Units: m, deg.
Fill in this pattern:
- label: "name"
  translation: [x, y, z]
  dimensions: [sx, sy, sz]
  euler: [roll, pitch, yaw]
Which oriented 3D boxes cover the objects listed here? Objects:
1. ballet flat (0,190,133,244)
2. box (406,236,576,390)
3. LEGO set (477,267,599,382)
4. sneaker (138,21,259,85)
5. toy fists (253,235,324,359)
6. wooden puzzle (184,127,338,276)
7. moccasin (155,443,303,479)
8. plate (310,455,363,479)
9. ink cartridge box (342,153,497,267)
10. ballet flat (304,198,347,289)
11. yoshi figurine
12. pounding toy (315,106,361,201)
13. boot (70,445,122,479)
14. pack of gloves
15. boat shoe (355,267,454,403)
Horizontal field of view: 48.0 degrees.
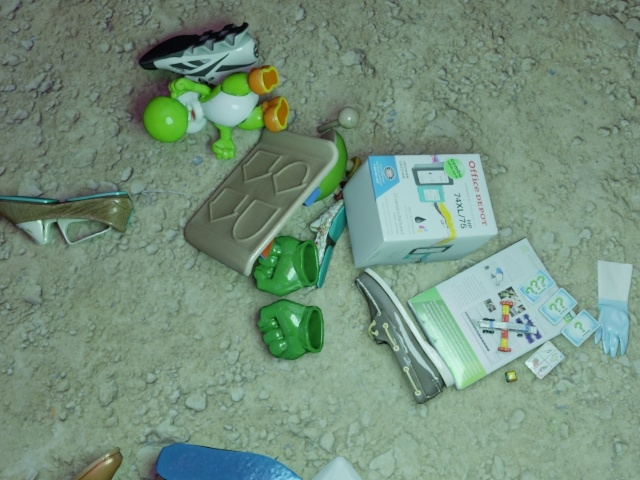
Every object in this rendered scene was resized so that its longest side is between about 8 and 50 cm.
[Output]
- label: "ballet flat"
  translation: [-0.620, -0.052, 1.726]
  dimensions: [0.342, 0.116, 0.124]
  euler: [-2, 92, -3]
- label: "box"
  translation: [0.392, 0.166, 1.646]
  dimensions: [0.321, 0.058, 0.232]
  euler: [-27, 74, -8]
- label: "LEGO set"
  translation: [0.467, 0.194, 1.578]
  dimensions: [0.244, 0.060, 0.182]
  euler: [-39, 73, -10]
- label: "sneaker"
  translation: [-0.306, -0.443, 1.822]
  dimensions: [0.330, 0.146, 0.123]
  euler: [-1, 43, 25]
- label: "toy fists"
  translation: [-0.080, 0.129, 1.617]
  dimensions: [0.142, 0.096, 0.280]
  euler: [-6, 89, 32]
- label: "wooden puzzle"
  translation: [-0.132, -0.091, 1.658]
  dimensions: [0.348, 0.080, 0.322]
  euler: [-54, 36, -10]
- label: "moccasin"
  translation: [-0.176, 0.506, 1.532]
  dimensions: [0.341, 0.117, 0.138]
  euler: [18, 62, 12]
- label: "plate"
  translation: [0.031, 0.649, 1.515]
  dimensions: [0.277, 0.045, 0.278]
  euler: [-41, 76, -9]
- label: "ink cartridge box"
  translation: [0.217, -0.066, 1.614]
  dimensions: [0.269, 0.197, 0.198]
  euler: [-4, 72, -18]
- label: "ballet flat"
  translation: [0.000, 0.000, 1.694]
  dimensions: [0.077, 0.091, 0.241]
  euler: [16, 72, 20]
- label: "yoshi figurine"
  translation: [-0.273, -0.304, 1.716]
  dimensions: [0.361, 0.203, 0.204]
  euler: [-5, 80, 22]
- label: "pounding toy"
  translation: [0.044, -0.183, 1.722]
  dimensions: [0.110, 0.183, 0.237]
  euler: [23, 70, -18]
- label: "boot"
  translation: [-0.455, 0.602, 1.507]
  dimensions: [0.220, 0.109, 0.283]
  euler: [36, 79, 13]
- label: "pack of gloves"
  translation: [0.732, 0.163, 1.642]
  dimensions: [0.194, 0.046, 0.232]
  euler: [9, 73, 3]
- label: "boat shoe"
  translation: [0.167, 0.209, 1.610]
  dimensions: [0.096, 0.116, 0.324]
  euler: [-34, 75, -3]
